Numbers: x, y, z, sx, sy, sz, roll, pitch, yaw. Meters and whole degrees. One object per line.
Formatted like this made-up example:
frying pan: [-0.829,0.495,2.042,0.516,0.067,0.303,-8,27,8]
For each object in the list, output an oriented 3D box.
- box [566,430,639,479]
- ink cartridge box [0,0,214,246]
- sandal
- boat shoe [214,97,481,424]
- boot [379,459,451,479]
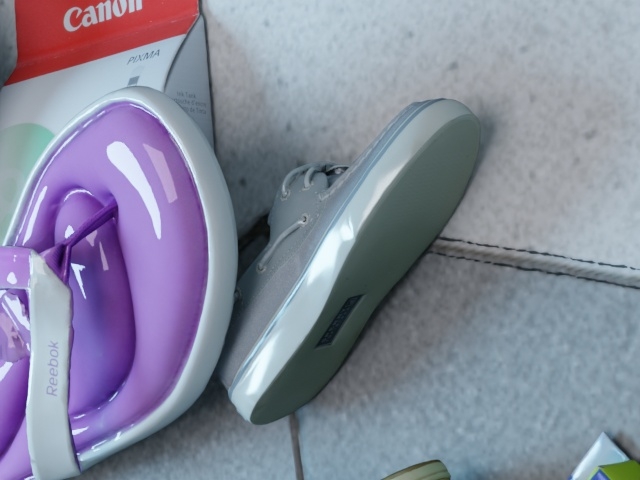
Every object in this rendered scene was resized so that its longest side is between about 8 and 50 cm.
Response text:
box: [0.159,0.192,0.811,0.178,0.042,0.109,47,116,30]
ink cartridge box: [-0.152,-0.094,1.075,0.181,0.056,0.225,-10,84,39]
sandal: [-0.176,0.072,1.004,0.169,0.102,0.416,54,135,13]
boat shoe: [0.000,0.000,0.926,0.081,0.079,0.227,48,120,25]
boot: [0.040,0.235,0.886,0.165,0.077,0.213,52,124,29]
